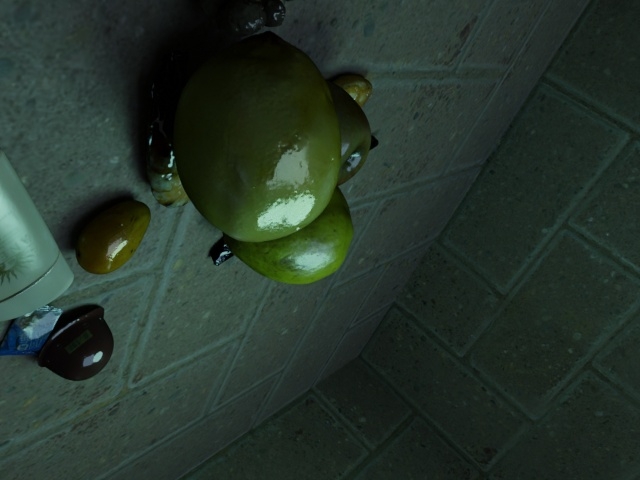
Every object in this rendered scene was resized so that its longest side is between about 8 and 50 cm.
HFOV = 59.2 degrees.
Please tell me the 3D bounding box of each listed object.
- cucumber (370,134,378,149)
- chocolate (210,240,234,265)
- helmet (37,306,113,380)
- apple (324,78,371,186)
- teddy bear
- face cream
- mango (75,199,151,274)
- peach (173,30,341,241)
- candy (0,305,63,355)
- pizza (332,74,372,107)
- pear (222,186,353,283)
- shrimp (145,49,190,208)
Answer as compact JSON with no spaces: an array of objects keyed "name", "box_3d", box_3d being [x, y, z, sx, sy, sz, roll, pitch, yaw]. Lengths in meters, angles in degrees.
[{"name":"cucumber","box_3d":[0.109,-0.264,1.675,0.163,0.039,0.043,-37,134,-32]},{"name":"chocolate","box_3d":[-0.222,0.026,1.505,0.147,0.070,0.072,-16,113,-55]},{"name":"helmet","box_3d":[-0.510,0.239,1.234,0.175,0.106,0.155,-47,172,-40]},{"name":"apple","box_3d":[-0.022,-0.225,1.236,0.257,0.234,0.257,-42,161,-18]},{"name":"teddy bear","box_3d":[-0.112,-0.419,0.889,0.190,0.177,0.140,-37,-160,-26]},{"name":"face cream","box_3d":[-0.519,0.011,0.891,0.173,0.081,0.348,-37,155,-26]},{"name":"mango","box_3d":[-0.396,-0.008,1.081,0.165,0.089,0.115,-51,160,-1]},{"name":"peach","box_3d":[-0.105,-0.167,0.961,0.281,0.314,0.316,1,145,-9]},{"name":"candy","box_3d":[-0.578,0.179,1.124,0.088,0.038,0.136,16,113,-53]},{"name":"pizza","box_3d":[0.060,-0.346,1.427,0.182,0.062,0.161,-38,149,-37]},{"name":"pear","box_3d":[-0.085,-0.031,1.398,0.375,0.287,0.287,1,131,-33]},{"name":"shrimp","box_3d":[-0.243,-0.213,1.076,0.233,0.071,0.365,-43,159,-38]}]
